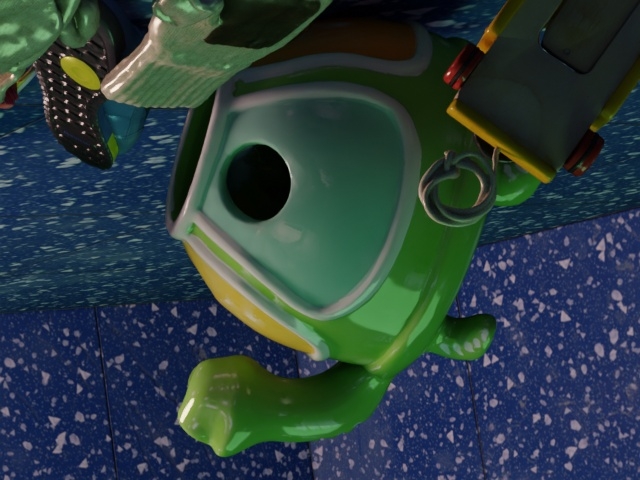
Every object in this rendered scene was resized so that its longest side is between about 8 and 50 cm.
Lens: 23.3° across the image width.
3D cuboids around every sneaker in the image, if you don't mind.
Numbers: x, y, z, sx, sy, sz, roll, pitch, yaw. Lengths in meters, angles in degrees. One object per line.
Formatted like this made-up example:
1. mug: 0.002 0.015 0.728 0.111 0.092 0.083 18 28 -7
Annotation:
1. sneaker: -0.144 -0.125 1.047 0.069 0.082 0.209 32 159 7

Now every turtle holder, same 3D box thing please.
1. turtle holder: 0.001 -0.017 1.151 0.227 0.243 0.320 14 128 -16

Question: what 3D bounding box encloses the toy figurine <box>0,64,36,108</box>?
1. toy figurine: -0.344 0.004 1.175 0.191 0.217 0.362 -3 171 -37

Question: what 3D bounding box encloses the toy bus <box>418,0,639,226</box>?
1. toy bus: 0.142 -0.107 0.936 0.202 0.191 0.104 -8 174 -3

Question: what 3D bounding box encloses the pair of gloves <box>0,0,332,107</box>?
1. pair of gloves: -0.113 -0.126 0.863 0.240 0.042 0.204 4 153 -40
